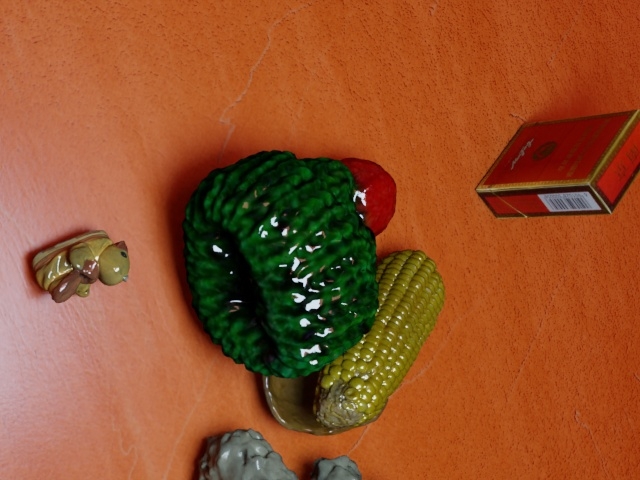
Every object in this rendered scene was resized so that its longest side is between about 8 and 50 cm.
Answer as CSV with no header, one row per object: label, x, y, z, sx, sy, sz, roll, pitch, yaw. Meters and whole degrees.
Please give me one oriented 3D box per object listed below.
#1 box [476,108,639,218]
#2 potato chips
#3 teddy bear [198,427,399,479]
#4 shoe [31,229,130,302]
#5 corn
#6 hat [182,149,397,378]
box,0.358,-0.108,1.680,0.074,0.239,0.153,44,68,-25
potato chips,0.000,0.190,1.552,0.201,0.049,0.150,-5,76,-41
teddy bear,-0.009,0.445,1.491,0.367,0.224,0.357,21,76,-47
shoe,-0.283,0.035,1.362,0.109,0.072,0.069,-6,55,-38
corn,0.082,0.126,1.537,0.119,0.119,0.322,52,47,-22
hat,0.000,0.000,1.462,0.332,0.242,0.274,-32,124,-43
